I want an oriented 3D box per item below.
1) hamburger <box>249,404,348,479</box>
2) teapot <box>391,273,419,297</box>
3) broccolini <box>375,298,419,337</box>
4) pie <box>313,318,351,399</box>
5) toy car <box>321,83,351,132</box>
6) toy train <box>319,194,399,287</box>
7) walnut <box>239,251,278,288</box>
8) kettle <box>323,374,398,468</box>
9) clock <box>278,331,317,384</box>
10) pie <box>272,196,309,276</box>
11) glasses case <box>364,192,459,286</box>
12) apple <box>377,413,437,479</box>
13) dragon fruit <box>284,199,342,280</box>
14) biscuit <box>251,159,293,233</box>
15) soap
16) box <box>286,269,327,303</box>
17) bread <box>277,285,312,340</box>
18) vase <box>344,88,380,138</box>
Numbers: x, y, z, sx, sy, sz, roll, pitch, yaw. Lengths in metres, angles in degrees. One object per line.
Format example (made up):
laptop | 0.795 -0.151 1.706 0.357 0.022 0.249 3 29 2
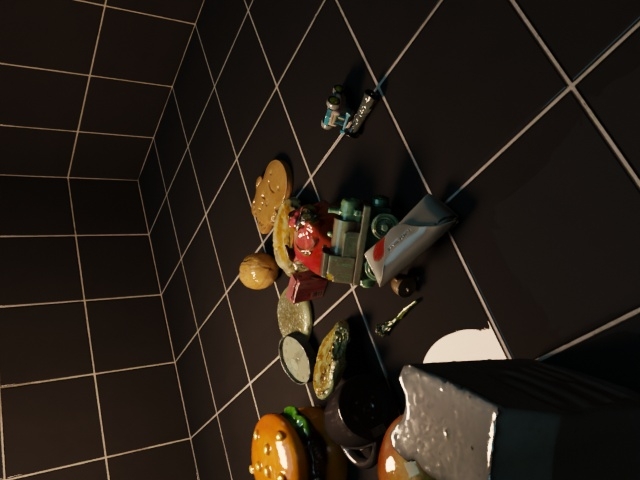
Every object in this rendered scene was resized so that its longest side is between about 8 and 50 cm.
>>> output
hamburger | -0.103 0.844 2.077 0.396 0.278 0.395 1 92 58
teapot | 0.249 0.118 1.683 0.085 0.110 0.080 -46 31 -3
broccolini | 0.248 0.249 1.748 0.218 0.044 0.042 -45 39 41
pie | 0.039 0.419 1.939 0.302 0.067 0.302 -164 90 -82
toy car | 0.070 -0.469 1.948 0.126 0.098 0.161 112 -179 -53
toy train | 0.121 -0.001 1.738 0.150 0.222 0.304 -90 8 -77
walnut | -0.269 0.132 2.409 0.197 0.165 0.165 -14 80 48
kettle | 0.116 0.617 1.814 0.268 0.208 0.290 65 148 23
clock | -0.093 0.478 2.218 0.215 0.042 0.214 22 119 46
pie | -0.111 -0.011 2.231 0.339 0.077 0.338 174 90 -65
glasses case | 0.246 -0.003 1.585 0.308 0.083 0.128 -45 61 19
apple | 0.299 0.600 1.423 0.319 0.320 0.276 39 122 49
dragon fruit | 0.000 0.000 1.937 0.306 0.226 0.305 3 93 54
biscuit | -0.219 -0.197 2.416 0.354 0.052 0.275 -55 48 43
soap | 0.416 0.387 1.138 0.350 0.436 0.212 18 101 59
box | -0.049 0.171 2.080 0.060 0.156 0.111 44 128 38
bread | -0.112 0.314 2.283 0.267 0.041 0.266 3 94 57
vase | 0.140 -0.426 1.857 0.167 0.059 0.059 -59 45 39
